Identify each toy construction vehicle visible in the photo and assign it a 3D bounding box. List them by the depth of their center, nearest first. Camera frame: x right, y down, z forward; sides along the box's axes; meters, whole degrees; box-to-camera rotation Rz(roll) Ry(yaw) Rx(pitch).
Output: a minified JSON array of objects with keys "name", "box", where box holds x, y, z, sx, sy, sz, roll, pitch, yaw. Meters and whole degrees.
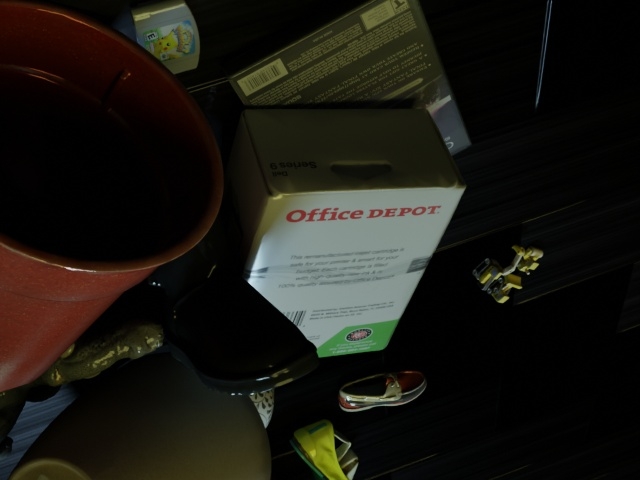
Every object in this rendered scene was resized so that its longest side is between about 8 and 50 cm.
[{"name":"toy construction vehicle","box":[0.257,0.047,1.459,0.086,0.035,0.098,19,126,-44]}]

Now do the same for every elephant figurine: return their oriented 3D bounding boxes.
[{"name":"elephant figurine","box":[-0.316,0.121,1.134,0.239,0.186,0.169,-44,-176,-16]}]

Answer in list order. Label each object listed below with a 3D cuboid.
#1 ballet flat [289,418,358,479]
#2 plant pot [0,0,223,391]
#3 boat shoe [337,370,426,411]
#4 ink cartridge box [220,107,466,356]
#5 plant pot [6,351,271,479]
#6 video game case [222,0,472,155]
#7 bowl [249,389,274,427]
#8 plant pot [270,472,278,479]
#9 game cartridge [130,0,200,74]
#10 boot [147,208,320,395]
[{"name":"ballet flat","box":[0.019,0.344,1.668,0.077,0.077,0.231,-38,144,-11]},{"name":"plant pot","box":[-0.263,-0.016,0.911,0.272,0.272,0.265,6,142,-35]},{"name":"boat shoe","box":[0.092,0.214,1.566,0.137,0.049,0.043,-12,140,-10]},{"name":"ink cartridge box","box":[0.000,0.000,1.137,0.211,0.122,0.289,-3,141,-22]},{"name":"plant pot","box":[-0.224,0.271,1.189,0.256,0.256,0.274,-38,171,17]},{"name":"video game case","box":[0.039,-0.137,1.112,0.196,0.026,0.274,-28,145,4]},{"name":"bowl","box":[-0.129,0.241,1.441,0.170,0.080,0.170,-16,142,-12]},{"name":"plant pot","box":[-0.131,0.503,1.641,0.267,0.267,0.236,-32,157,10]},{"name":"game cartridge","box":[-0.137,-0.182,0.961,0.056,0.017,0.083,-21,144,-12]},{"name":"boot","box":[-0.108,0.022,1.000,0.094,0.246,0.207,-24,107,-25]}]
